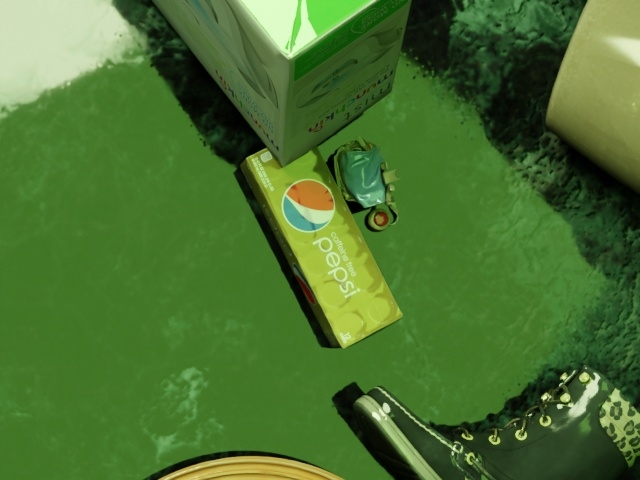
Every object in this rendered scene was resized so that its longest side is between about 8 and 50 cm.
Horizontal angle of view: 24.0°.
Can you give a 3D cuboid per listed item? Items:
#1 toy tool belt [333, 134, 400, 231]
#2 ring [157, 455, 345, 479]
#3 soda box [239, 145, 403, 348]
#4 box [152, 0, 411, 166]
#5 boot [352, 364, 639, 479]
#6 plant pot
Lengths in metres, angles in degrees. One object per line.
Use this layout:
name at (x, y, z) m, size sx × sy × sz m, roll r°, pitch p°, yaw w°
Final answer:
toy tool belt at (0.043, -0.049, 1.297) m, size 0.052 × 0.051 × 0.083 m, roll -19°, pitch 90°, yaw -9°
ring at (-0.061, 0.349, 1.257) m, size 0.336 × 0.032 × 0.337 m, roll 0°, pitch 87°, yaw -8°
soda box at (0.000, 0.000, 1.284) m, size 0.061 × 0.058 × 0.181 m, roll -27°, pitch 91°, yaw -10°
box at (-0.056, -0.225, 1.177) m, size 0.126 × 0.231 × 0.262 m, roll -36°, pitch 79°, yaw -12°
boot at (0.159, 0.164, 1.286) m, size 0.236 × 0.085 × 0.178 m, roll 44°, pitch 79°, yaw -10°
plant pot at (0.319, -0.119, 1.265) m, size 0.229 × 0.263 × 0.263 m, roll 22°, pitch 83°, yaw 11°
